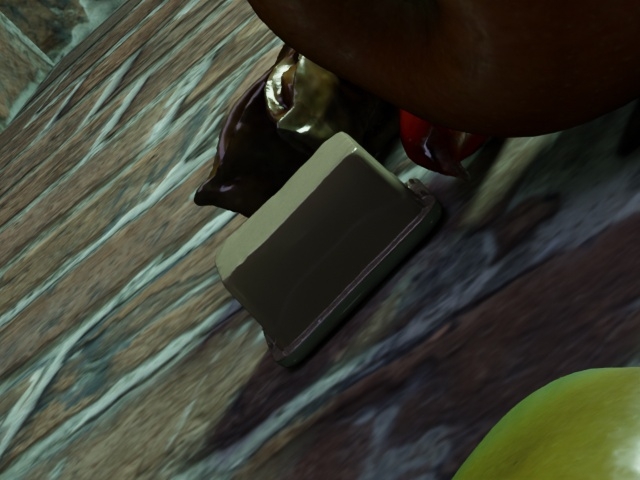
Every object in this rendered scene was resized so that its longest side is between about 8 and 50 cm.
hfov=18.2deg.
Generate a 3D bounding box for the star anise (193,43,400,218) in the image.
[{"bbox_3d":[0.008,-0.094,1.276,0.220,0.099,0.214,-57,3,-23],"label":"star anise"}]

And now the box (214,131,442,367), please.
[{"bbox_3d":[0.000,0.000,1.076,0.122,0.062,0.089,-44,14,3],"label":"box"}]

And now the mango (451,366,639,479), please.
[{"bbox_3d":[0.078,0.085,0.531,0.130,0.092,0.195,-44,9,15],"label":"mango"}]

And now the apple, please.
[{"bbox_3d":[0.073,-0.170,0.932,0.206,0.272,0.251,-56,-17,-16],"label":"apple"}]

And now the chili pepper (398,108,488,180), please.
[{"bbox_3d":[0.127,-0.171,1.135,0.137,0.092,0.368,-23,41,64],"label":"chili pepper"}]
